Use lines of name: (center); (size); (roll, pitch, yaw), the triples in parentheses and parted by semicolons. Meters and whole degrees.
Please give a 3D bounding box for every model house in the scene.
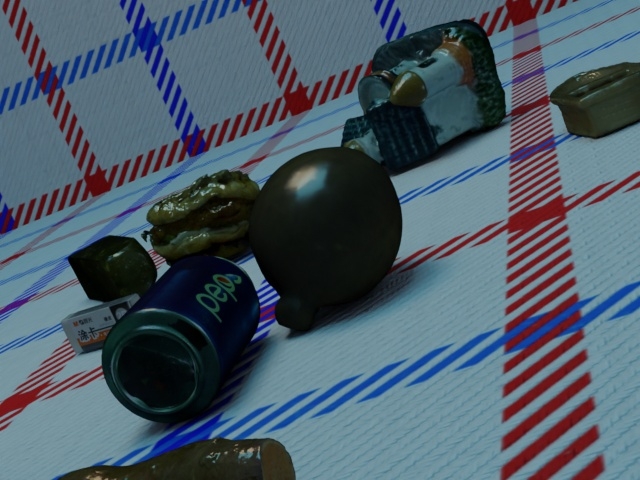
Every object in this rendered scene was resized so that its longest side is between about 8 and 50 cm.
model house: (0.118, -0.201, 1.810); (0.291, 0.184, 0.253); (-37, 21, -32)

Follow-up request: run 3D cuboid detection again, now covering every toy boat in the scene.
toy boat: (0.372, -0.188, 1.512); (0.116, 0.061, 0.188); (-25, 12, 2)

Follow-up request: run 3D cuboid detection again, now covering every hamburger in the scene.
hamburger: (-0.165, -0.019, 1.714); (0.183, 0.129, 0.206); (-20, -6, 10)

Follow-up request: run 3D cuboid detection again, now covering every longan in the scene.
longan: (0.000, 0.000, 1.203); (0.185, 0.159, 0.204); (-36, 33, 65)

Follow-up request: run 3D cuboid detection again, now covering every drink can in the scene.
drink can: (-0.130, 0.090, 1.124); (0.118, 0.118, 0.205); (-20, 13, 17)

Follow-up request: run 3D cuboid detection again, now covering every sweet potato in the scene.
sweet potato: (-0.146, 0.192, 0.846); (0.281, 0.059, 0.067); (-17, 4, 25)

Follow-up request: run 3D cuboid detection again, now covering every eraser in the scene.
eraser: (-0.276, 0.108, 1.475); (0.122, 0.052, 0.029); (-16, 13, 29)

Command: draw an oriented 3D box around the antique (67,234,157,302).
antique: (-0.315, 0.046, 1.762); (0.080, 0.081, 0.221); (-31, 14, -22)
